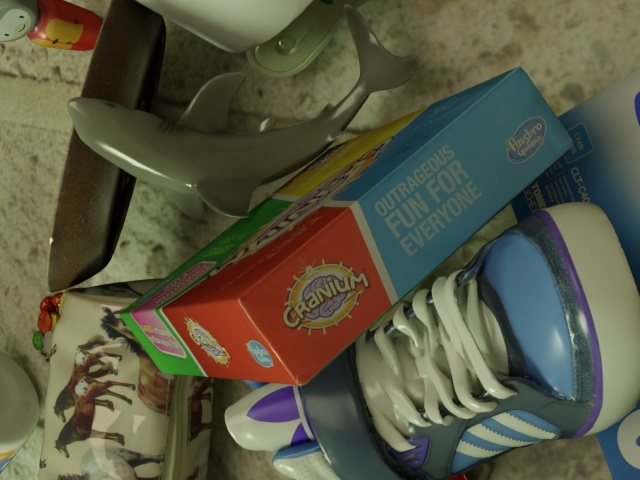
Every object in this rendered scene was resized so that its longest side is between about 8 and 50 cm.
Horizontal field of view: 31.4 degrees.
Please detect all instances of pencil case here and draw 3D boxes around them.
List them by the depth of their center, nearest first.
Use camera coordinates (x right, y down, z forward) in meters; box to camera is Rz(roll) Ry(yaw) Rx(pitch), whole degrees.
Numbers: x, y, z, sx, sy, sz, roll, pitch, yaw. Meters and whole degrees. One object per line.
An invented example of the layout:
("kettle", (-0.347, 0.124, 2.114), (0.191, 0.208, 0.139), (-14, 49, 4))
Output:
("pencil case", (-0.177, 0.227, 1.069), (0.184, 0.160, 0.410), (7, 91, 37))

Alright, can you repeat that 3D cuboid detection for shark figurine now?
("shark figurine", (-0.048, -0.070, 0.934), (0.278, 0.166, 0.116), (-15, 39, 2))

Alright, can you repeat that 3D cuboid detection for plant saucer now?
("plant saucer", (-0.198, -0.096, 1.090), (0.310, 0.050, 0.310), (-167, 90, -84))

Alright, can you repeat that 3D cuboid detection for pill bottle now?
("pill bottle", (-0.453, 0.252, 1.314), (0.272, 0.152, 0.152), (-49, 57, 27))

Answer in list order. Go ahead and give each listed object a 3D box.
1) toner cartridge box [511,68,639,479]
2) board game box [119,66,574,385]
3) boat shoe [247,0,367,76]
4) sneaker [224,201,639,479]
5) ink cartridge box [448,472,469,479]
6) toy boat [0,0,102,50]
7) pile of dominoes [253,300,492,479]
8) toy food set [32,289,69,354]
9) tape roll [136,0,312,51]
("toner cartridge box", (0.252, 0.062, 0.761), (0.165, 0.075, 0.347), (-31, 66, 34))
("board game box", (0.000, 0.000, 0.812), (0.064, 0.242, 0.316), (54, 159, -9))
("boat shoe", (0.018, -0.244, 0.994), (0.233, 0.084, 0.079), (-38, 38, 27))
("sneaker", (0.056, 0.094, 0.735), (0.323, 0.236, 0.130), (96, 158, -69))
("ink cartridge box", (0.016, 0.355, 0.900), (0.309, 0.130, 0.271), (-34, 68, 35))
("toy boat", (-0.278, -0.362, 1.218), (0.267, 0.148, 0.318), (16, 97, 41))
("pile of dominoes", (0.041, 0.141, 0.982), (0.196, 0.040, 0.251), (-35, 72, 33))
("toy food set", (-0.292, 0.094, 1.274), (0.083, 0.020, 0.082), (5, 90, 41))
("tape roll", (-0.055, -0.310, 0.980), (0.286, 0.100, 0.286), (-38, 39, 39))
